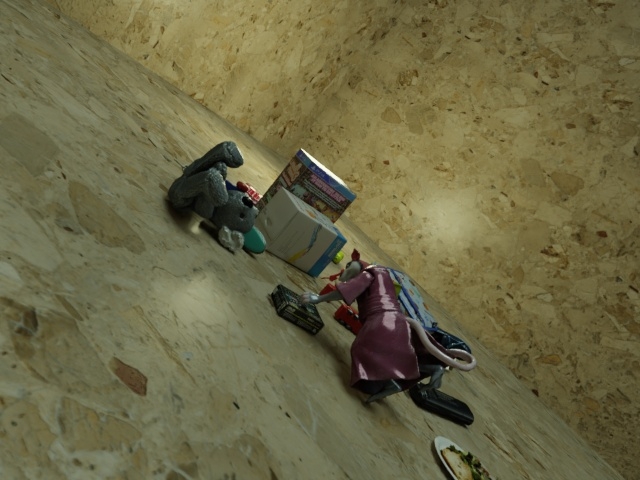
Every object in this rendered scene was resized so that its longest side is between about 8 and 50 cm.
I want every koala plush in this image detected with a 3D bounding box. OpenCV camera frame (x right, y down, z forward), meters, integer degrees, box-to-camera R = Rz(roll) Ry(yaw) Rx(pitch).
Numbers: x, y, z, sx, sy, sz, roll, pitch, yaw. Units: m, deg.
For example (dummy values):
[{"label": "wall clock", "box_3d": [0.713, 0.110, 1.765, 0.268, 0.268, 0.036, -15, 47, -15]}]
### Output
[{"label": "koala plush", "box_3d": [-0.251, -0.097, 1.229, 0.221, 0.203, 0.196, 48, 35, -32]}]

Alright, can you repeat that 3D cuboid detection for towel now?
[{"label": "towel", "box_3d": [-0.210, -0.137, 1.938, 0.275, 0.031, 0.199, 39, 9, -6]}]

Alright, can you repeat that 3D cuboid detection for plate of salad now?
[{"label": "plate of salad", "box_3d": [0.338, 0.516, 1.072, 0.200, 0.048, 0.200, 39, 9, -8]}]

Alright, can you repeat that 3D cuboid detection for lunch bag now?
[{"label": "lunch bag", "box_3d": [0.326, 0.252, 1.859, 0.243, 0.115, 0.303, 24, 32, -55]}]

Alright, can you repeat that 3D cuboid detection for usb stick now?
[{"label": "usb stick", "box_3d": [0.345, 0.460, 1.350, 0.278, 0.045, 0.077, 33, 19, -37]}]

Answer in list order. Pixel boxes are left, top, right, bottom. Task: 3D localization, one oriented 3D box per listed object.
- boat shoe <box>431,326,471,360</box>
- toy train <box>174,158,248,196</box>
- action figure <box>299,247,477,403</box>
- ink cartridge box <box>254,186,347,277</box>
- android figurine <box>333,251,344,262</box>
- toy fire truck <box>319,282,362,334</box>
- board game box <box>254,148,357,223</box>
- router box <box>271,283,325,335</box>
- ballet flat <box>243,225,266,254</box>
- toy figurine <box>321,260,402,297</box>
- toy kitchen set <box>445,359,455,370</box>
[{"label": "boat shoe", "box_3d": [0.496, 0.425, 1.980, 0.258, 0.109, 0.089, 26, 14, 14]}, {"label": "toy train", "box_3d": [-0.350, -0.194, 1.490, 0.248, 0.105, 0.143, 35, 1, -27]}, {"label": "action figure", "box_3d": [0.137, 0.167, 1.104, 0.248, 0.275, 0.370, 18, 47, -44]}, {"label": "ink cartridge box", "box_3d": [-0.070, -0.026, 1.566, 0.232, 0.168, 0.171, 31, 14, -38]}, {"label": "android figurine", "box_3d": [0.000, 0.000, 2.045, 0.248, 0.056, 0.273, 41, 9, 2]}, {"label": "toy fire truck", "box_3d": [0.085, 0.217, 1.433, 0.192, 0.047, 0.135, 39, 9, -10]}, {"label": "board game box", "box_3d": [-0.061, -0.134, 1.720, 0.232, 0.291, 0.141, 34, 12, -34]}, {"label": "router box", "box_3d": [-0.055, 0.167, 1.157, 0.122, 0.038, 0.092, 35, 11, -29]}, {"label": "ballet flat", "box_3d": [-0.225, -0.030, 1.338, 0.188, 0.070, 0.070, 45, 10, 3]}, {"label": "toy figurine", "box_3d": [0.171, 0.229, 1.602, 0.362, 0.191, 0.217, 34, 40, -59]}, {"label": "toy kitchen set", "box_3d": [0.466, 0.473, 1.813, 0.083, 0.075, 0.068, 9, 53, 2]}]
